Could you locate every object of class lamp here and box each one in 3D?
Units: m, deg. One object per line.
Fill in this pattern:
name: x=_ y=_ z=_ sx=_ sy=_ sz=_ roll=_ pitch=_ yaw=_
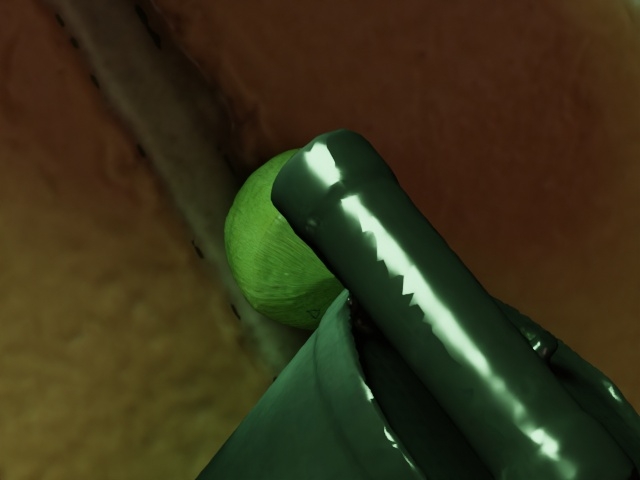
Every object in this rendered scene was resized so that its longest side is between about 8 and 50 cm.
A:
lamp: x=0.025 y=0.157 z=0.583 sx=0.272 sy=0.205 sz=0.374 roll=-43 pitch=149 yaw=7

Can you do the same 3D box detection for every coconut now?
coconut: x=0.000 y=0.000 z=0.639 sx=0.088 sy=0.096 sz=0.087 roll=-12 pitch=120 yaw=-21
